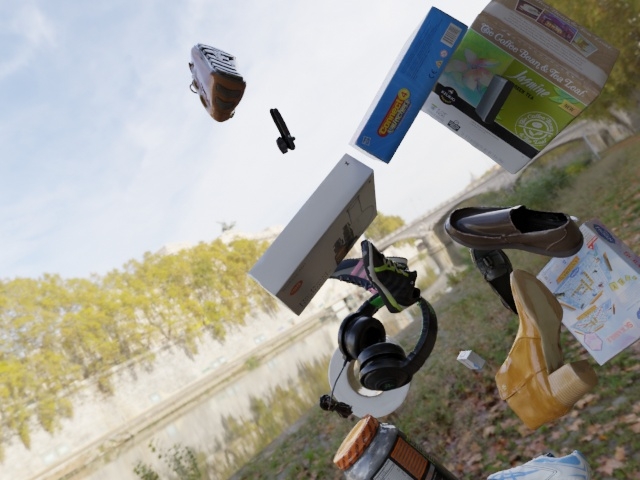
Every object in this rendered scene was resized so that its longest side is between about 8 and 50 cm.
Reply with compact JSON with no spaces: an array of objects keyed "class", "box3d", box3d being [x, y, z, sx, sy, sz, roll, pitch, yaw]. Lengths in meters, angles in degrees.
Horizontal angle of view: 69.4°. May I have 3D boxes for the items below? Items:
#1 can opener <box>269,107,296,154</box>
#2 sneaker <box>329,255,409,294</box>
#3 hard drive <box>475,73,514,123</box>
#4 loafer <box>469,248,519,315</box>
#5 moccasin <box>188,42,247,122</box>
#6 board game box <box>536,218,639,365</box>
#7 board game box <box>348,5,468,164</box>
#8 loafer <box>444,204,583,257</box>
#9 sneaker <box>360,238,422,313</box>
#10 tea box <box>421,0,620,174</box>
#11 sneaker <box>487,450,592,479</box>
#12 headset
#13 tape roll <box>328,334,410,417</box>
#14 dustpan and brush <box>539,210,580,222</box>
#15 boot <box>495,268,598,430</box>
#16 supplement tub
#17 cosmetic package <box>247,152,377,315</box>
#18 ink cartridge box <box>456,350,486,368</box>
[{"class":"can opener","box3d":[-0.145,-0.424,1.777,0.059,0.186,0.073,11,44,37]},{"class":"sneaker","box3d":[0.158,0.132,1.629,0.320,0.130,0.112,-4,-19,1]},{"class":"hard drive","box3d":[0.391,-0.321,1.043,0.135,0.022,0.094,-69,2,-64]},{"class":"loafer","box3d":[0.549,0.112,1.407,0.096,0.267,0.084,-33,9,20]},{"class":"moccasin","box3d":[-0.280,-0.422,1.234,0.139,0.380,0.146,8,-58,-33]},{"class":"board game box","box3d":[0.820,0.155,1.361,0.066,0.317,0.318,-16,-34,-24]},{"class":"board game box","box3d":[0.181,-0.334,1.064,0.308,0.086,0.302,-60,5,10]},{"class":"loafer","box3d":[0.524,-0.053,1.283,0.366,0.130,0.133,7,54,33]},{"class":"sneaker","box3d":[0.165,0.071,1.037,0.097,0.084,0.234,-22,-50,15]},{"class":"tea box","box3d":[0.498,-0.412,1.202,0.220,0.329,0.323,-51,-6,-31]},{"class":"sneaker","box3d":[0.468,0.510,0.996,0.237,0.085,0.086,-38,8,42]},{"class":"headset","box3d":[0.148,0.305,1.211,0.394,0.185,0.243,-47,36,5]},{"class":"tape roll","box3d":[0.174,0.464,1.611,0.286,0.286,0.100,-31,-13,9]},{"class":"dustpan and brush","box3d":[0.815,-0.066,1.580,0.211,0.148,0.060,-84,20,-78]},{"class":"boot","box3d":[0.434,0.232,0.990,0.104,0.294,0.211,3,-42,-21]},{"class":"supplement tub","box3d":[0.201,0.603,1.166,0.193,0.316,0.193,-49,-9,-11]},{"class":"cosmetic package","box3d":[0.000,0.000,1.191,0.377,0.098,0.284,-52,-20,-10]},{"class":"ink cartridge box","box3d":[0.407,0.326,1.258,0.028,0.048,0.083,-53,-4,-16]}]
